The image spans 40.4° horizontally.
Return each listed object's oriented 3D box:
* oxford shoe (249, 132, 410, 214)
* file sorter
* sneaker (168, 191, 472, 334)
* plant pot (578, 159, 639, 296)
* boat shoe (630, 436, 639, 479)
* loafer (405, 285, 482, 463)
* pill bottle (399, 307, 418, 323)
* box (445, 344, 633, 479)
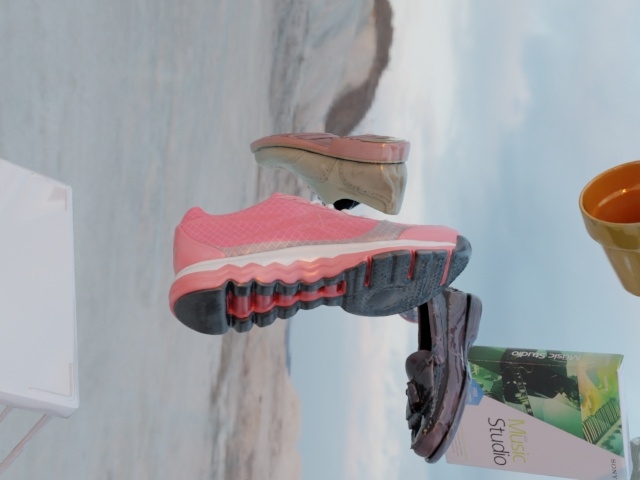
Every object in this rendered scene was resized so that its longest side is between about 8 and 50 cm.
[{"bbox_3d":[0.000,-0.125,1.614,0.397,0.141,0.146,13,-73,51],"label":"oxford shoe"},{"bbox_3d":[-0.349,0.062,0.786,0.173,0.193,0.277,-46,-140,27],"label":"file sorter"},{"bbox_3d":[0.000,0.000,0.883,0.116,0.314,0.136,102,-22,-54],"label":"sneaker"},{"bbox_3d":[0.570,-0.010,1.508,0.205,0.205,0.187,-90,160,-59],"label":"plant pot"},{"bbox_3d":[0.796,0.523,1.986,0.500,0.156,0.186,75,23,-63],"label":"boat shoe"},{"bbox_3d":[0.149,0.169,1.188,0.109,0.095,0.302,-60,-176,39],"label":"loafer"},{"bbox_3d":[0.189,0.081,1.658,0.180,0.108,0.107,79,11,-63],"label":"pill bottle"},{"bbox_3d":[0.357,0.294,1.489,0.058,0.322,0.232,-46,129,-54],"label":"box"}]
